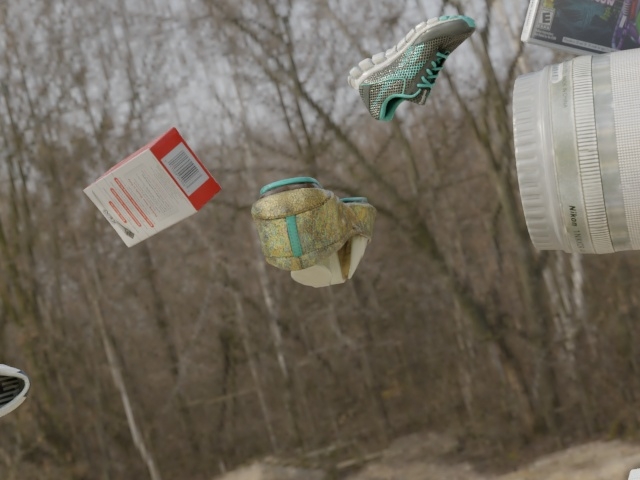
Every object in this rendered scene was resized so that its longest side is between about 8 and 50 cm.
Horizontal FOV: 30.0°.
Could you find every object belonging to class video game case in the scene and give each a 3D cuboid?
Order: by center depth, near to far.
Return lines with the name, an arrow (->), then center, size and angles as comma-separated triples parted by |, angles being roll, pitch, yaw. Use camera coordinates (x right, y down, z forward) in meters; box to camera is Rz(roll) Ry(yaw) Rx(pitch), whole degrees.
video game case -> 0.336, -0.293, 1.370 | 0.190, 0.173, 0.022 | 9, 11, -20

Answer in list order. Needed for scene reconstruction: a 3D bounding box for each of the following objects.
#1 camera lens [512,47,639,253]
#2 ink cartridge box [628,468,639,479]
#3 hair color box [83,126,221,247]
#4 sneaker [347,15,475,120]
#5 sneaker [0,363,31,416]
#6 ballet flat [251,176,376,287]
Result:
camera lens -> 0.362, -0.101, 1.298 | 0.274, 0.219, 0.219 | -6, -3, 18
ink cartridge box -> 0.446, 0.375, 1.586 | 0.088, 0.122, 0.052 | 32, -30, -16
hair color box -> -0.201, -0.061, 1.416 | 0.167, 0.093, 0.053 | -23, 18, 49
sneaker -> 0.111, -0.190, 1.336 | 0.166, 0.076, 0.065 | -31, -18, 34
sneaker -> -0.494, 0.210, 1.525 | 0.258, 0.094, 0.091 | -21, -3, -37
ballet flat -> 0.000, 0.000, 1.430 | 0.123, 0.123, 0.348 | -18, -7, 10
